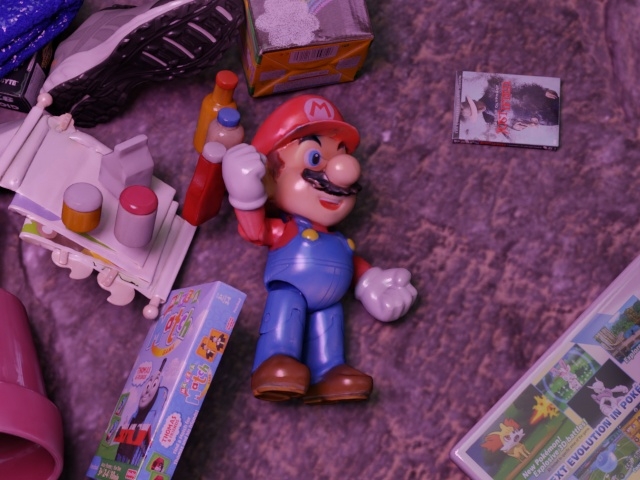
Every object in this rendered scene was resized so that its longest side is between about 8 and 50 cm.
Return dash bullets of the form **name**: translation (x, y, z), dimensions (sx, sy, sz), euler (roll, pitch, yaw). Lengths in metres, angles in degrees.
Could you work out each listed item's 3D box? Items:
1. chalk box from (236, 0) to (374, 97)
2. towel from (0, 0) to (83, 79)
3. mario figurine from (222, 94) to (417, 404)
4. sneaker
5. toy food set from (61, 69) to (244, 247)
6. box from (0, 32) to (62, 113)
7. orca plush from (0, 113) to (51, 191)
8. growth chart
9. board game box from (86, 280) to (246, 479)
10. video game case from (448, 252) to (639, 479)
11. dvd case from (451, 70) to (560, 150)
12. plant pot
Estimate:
- **chalk box**: translation (-0.034, -0.287, 1.289), dimensions (0.132, 0.132, 0.213), euler (-10, 77, -10)
- **towel**: translation (-0.439, -0.306, 1.301), dimensions (0.227, 0.076, 0.308), euler (-42, 75, -10)
- **mario figurine**: translation (0.000, 0.000, 1.188), dimensions (0.170, 0.198, 0.321), euler (-5, 76, 13)
- **sneaker**: translation (-0.200, -0.222, 1.263), dimensions (0.271, 0.100, 0.108), euler (-19, 58, 30)
- **toy food set**: translation (-0.155, -0.083, 1.203), dimensions (0.111, 0.104, 0.232), euler (41, 47, 22)
- **box**: translation (-0.415, -0.256, 1.351), dimensions (0.220, 0.051, 0.175), euler (13, 73, 6)
- **orca plush**: translation (-0.410, -0.040, 1.254), dimensions (0.287, 0.151, 0.102), euler (-30, 113, -31)
- **growth chart**: translation (-0.240, -0.034, 1.230), dimensions (0.237, 0.021, 0.172), euler (36, 53, -9)
- **board game box**: translation (-0.156, 0.147, 1.159), dimensions (0.039, 0.160, 0.211), euler (29, 72, -20)
- **video game case**: translation (0.350, 0.208, 1.187), dimensions (0.329, 0.036, 0.300), euler (-44, 76, -11)
- **dvd case**: translation (0.211, -0.148, 1.317), dimensions (0.119, 0.013, 0.087), euler (5, 72, 4)
- **plant pot**: translation (-0.357, 0.149, 1.156), dimensions (0.201, 0.201, 0.180), euler (-9, 56, -1)
